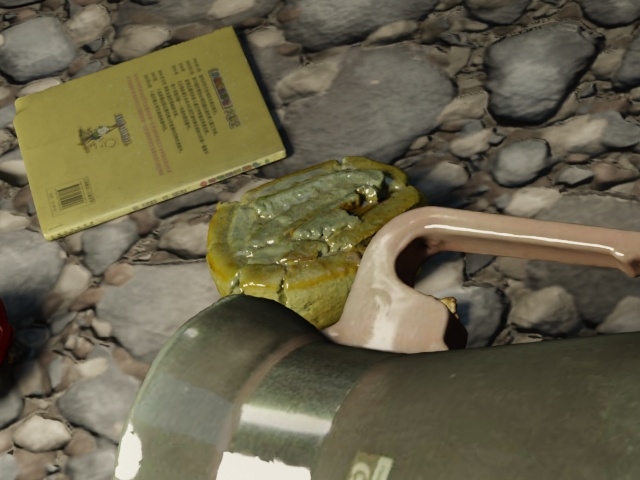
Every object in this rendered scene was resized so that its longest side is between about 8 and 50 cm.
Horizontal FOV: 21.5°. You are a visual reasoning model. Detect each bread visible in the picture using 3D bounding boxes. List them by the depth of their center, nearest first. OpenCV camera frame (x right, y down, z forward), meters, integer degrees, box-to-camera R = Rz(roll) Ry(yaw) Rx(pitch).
[{"bbox_3d":[0.000,0.000,1.147,0.156,0.064,0.117,-25,47,-7],"label":"bread"}]

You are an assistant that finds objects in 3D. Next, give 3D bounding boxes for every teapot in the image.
[{"bbox_3d":[0.094,0.127,0.867,0.344,0.253,0.300,9,65,29],"label":"teapot"}]

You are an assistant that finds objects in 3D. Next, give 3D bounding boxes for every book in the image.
[{"bbox_3d":[-0.137,-0.087,1.305,0.192,0.013,0.168,-19,45,-3],"label":"book"}]

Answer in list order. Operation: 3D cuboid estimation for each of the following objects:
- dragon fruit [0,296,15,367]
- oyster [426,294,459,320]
[{"bbox_3d":[-0.266,0.047,1.164,0.094,0.094,0.190,-25,34,-9],"label":"dragon fruit"},{"bbox_3d":[0.058,0.063,1.100,0.083,0.019,0.054,-35,47,-18],"label":"oyster"}]
